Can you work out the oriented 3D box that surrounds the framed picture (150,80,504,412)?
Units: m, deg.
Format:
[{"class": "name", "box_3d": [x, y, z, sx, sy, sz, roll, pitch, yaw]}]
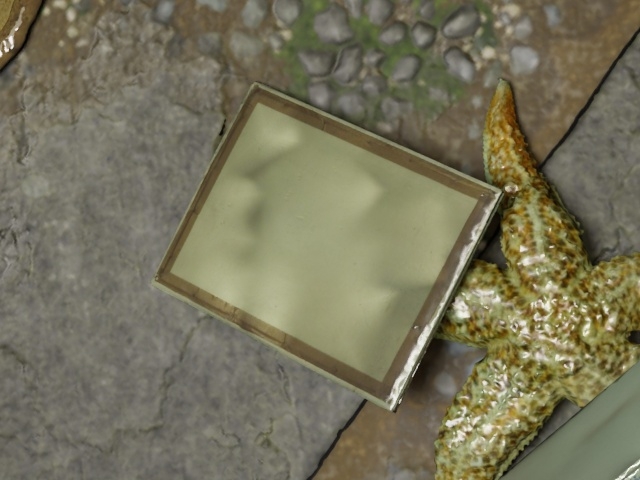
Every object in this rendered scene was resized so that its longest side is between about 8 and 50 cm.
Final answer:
[{"class": "framed picture", "box_3d": [0.000, 0.000, 1.305, 0.231, 0.010, 0.173, 27, 89, 32]}]

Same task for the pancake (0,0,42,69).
[{"class": "pancake", "box_3d": [-0.303, -0.194, 1.410, 0.199, 0.021, 0.199, -1, 83, 10]}]

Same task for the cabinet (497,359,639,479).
[{"class": "cabinet", "box_3d": [0.223, 0.183, 1.193, 0.206, 0.150, 0.145, -41, 102, 10]}]

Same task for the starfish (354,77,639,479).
[{"class": "starfish", "box_3d": [0.175, 0.045, 1.288, 0.357, 0.078, 0.347, -24, 78, 6]}]
